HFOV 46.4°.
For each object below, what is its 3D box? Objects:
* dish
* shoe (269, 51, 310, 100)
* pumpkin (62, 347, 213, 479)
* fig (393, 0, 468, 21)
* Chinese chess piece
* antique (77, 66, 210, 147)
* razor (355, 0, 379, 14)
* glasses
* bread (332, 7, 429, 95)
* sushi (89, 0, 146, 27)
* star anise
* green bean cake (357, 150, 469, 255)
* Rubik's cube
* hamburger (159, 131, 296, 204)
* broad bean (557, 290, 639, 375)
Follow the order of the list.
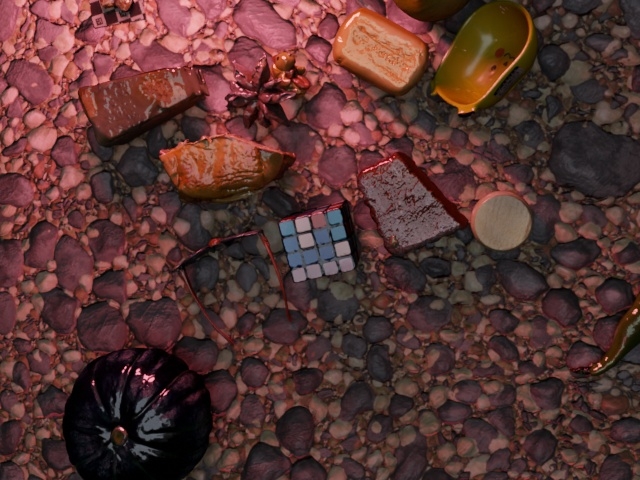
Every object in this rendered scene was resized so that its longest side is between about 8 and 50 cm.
[{"bbox_3d":[0.380,-0.386,1.648,0.108,0.221,0.262,25,107,-37],"label":"dish"},{"bbox_3d":[-0.067,-0.387,1.744,0.069,0.072,0.109,-17,91,48],"label":"shoe"},{"bbox_3d":[-0.443,0.434,1.807,0.363,0.266,0.364,1,97,11],"label":"pumpkin"},{"bbox_3d":[0.242,-0.577,1.595,0.207,0.230,0.207,1,99,8],"label":"fig"},{"bbox_3d":[0.421,-0.045,1.736,0.144,0.058,0.144,1,100,7],"label":"Chinese chess piece"},{"bbox_3d":[-0.408,-0.333,1.764,0.284,0.125,0.150,-18,97,9],"label":"antique"},{"bbox_3d":[0.087,-0.557,1.717,0.211,0.036,0.084,45,103,0],"label":"razor"},{"bbox_3d":[-0.200,0.116,1.806,0.234,0.118,0.268,-24,94,8],"label":"glasses"},{"bbox_3d":[0.138,-0.426,1.696,0.217,0.098,0.147,33,105,0],"label":"bread"},{"bbox_3d":[-0.502,-0.622,1.782,0.139,0.031,0.201,-7,97,8],"label":"sushi"},{"bbox_3d":[-0.142,-0.340,1.738,0.182,0.065,0.195,19,120,17],"label":"star anise"},{"bbox_3d":[0.206,-0.094,1.735,0.198,0.097,0.233,-28,94,11],"label":"green bean cake"},{"bbox_3d":[0.000,0.000,1.745,0.154,0.155,0.151,-12,98,9],"label":"Rubik's cube"},{"bbox_3d":[-0.232,-0.172,1.750,0.282,0.155,0.245,32,104,-2],"label":"hamburger"},{"bbox_3d":[0.707,0.208,1.737,0.098,0.056,0.318,45,103,-1],"label":"broad bean"}]
